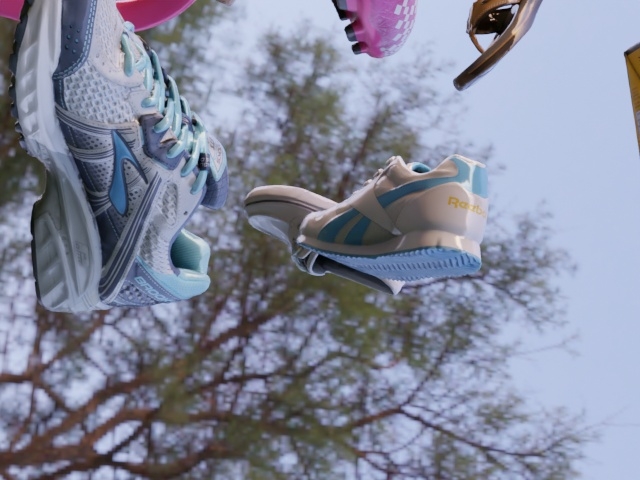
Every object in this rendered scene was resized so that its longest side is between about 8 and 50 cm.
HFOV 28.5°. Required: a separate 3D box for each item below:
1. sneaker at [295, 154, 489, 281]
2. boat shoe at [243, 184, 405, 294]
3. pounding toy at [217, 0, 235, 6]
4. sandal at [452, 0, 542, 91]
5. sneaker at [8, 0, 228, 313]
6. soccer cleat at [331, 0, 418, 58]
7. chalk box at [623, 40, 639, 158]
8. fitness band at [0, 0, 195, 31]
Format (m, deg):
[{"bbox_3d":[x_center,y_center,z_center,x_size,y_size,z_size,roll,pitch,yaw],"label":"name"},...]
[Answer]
[{"bbox_3d":[0.064,-0.019,1.093,0.228,0.087,0.092,-4,-110,54],"label":"sneaker"},{"bbox_3d":[0.000,0.000,1.378,0.226,0.083,0.076,14,-116,32],"label":"boat shoe"},{"bbox_3d":[-0.109,-0.274,1.260,0.155,0.154,0.269,-60,-164,18],"label":"pounding toy"},{"bbox_3d":[0.188,-0.236,1.281,0.219,0.060,0.090,-55,-177,-20],"label":"sandal"},{"bbox_3d":[-0.116,-0.072,0.778,0.110,0.122,0.283,-87,180,-46],"label":"sneaker"},{"bbox_3d":[0.055,-0.247,0.847,0.143,0.331,0.116,-21,-121,-2],"label":"soccer cleat"},{"bbox_3d":[0.373,-0.112,1.006,0.132,0.213,0.132,150,-67,-76],"label":"chalk box"},{"bbox_3d":[-0.211,-0.273,0.972,0.054,0.290,0.209,-103,-150,-72],"label":"fitness band"}]
